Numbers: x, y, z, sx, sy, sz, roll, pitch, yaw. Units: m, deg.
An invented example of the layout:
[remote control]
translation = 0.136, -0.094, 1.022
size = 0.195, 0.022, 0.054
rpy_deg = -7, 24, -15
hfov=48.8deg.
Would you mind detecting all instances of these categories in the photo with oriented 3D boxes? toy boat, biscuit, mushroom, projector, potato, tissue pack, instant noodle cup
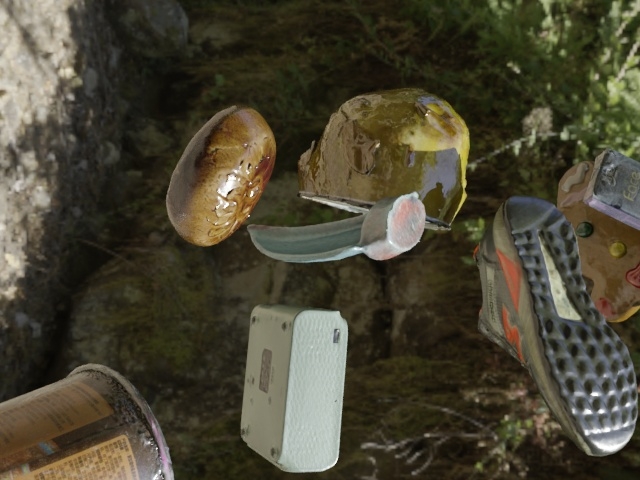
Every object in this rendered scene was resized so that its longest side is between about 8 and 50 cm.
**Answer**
[toy boat]
translation = -0.001, 0.000, 0.449
size = 0.096, 0.122, 0.034
rpy_deg = -36, 113, -63
[biscuit]
translation = 0.612, 0.029, 1.397
size = 0.432, 0.064, 0.283
rpy_deg = 47, -60, 34
[mushroom]
translation = -0.194, -0.127, 1.414
size = 0.297, 0.163, 0.278
rpy_deg = -61, -176, 8
[projector]
translation = -0.052, 0.233, 1.168
size = 0.198, 0.108, 0.250
rpy_deg = 177, -82, -65
[potato]
translation = 0.101, -0.128, 1.076
size = 0.300, 0.247, 0.196
rpy_deg = 11, -94, 66
[tissue pack]
translation = 0.565, -0.085, 1.282
size = 0.051, 0.156, 0.112
rpy_deg = 115, 1, -67
[instant noodle cup]
translation = -0.280, 0.243, 0.655
size = 0.207, 0.218, 0.217
rpy_deg = -8, 99, -51

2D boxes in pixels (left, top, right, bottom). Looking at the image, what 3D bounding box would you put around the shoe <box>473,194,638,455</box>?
[shoe]
translation = 0.276, 0.120, 0.925
size = 0.171, 0.132, 0.336
rpy_deg = 131, -50, -56
